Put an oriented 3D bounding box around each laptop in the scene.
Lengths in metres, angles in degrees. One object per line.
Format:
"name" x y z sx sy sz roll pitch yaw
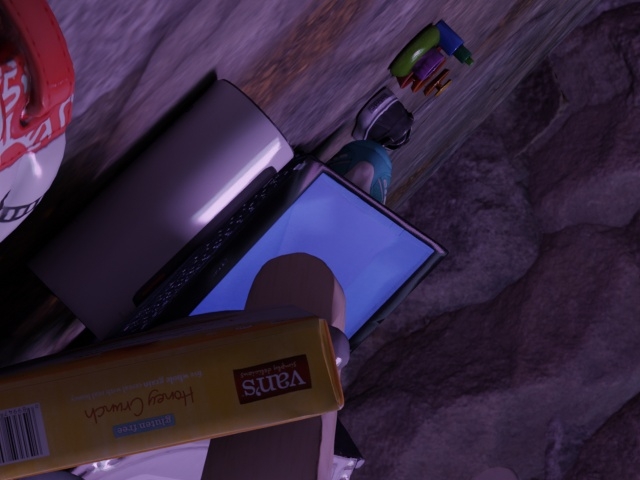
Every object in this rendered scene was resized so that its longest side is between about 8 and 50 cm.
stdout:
"laptop" -0.053 0.062 1.243 0.234 0.136 0.264 -47 175 16

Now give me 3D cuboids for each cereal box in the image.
"cereal box" -0.085 0.070 0.830 0.173 0.047 0.240 -12 -179 -5

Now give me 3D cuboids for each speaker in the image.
"speaker" -0.080 -0.015 0.831 0.136 0.055 0.055 -44 176 -8

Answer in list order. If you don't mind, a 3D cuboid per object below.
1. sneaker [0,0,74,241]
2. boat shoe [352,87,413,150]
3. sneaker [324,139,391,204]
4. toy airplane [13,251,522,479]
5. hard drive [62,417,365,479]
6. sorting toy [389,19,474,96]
"sneaker" -0.103 -0.029 0.278 0.145 0.090 0.270 -44 179 -29
"boat shoe" 0.057 -0.096 1.446 0.049 0.040 0.142 -45 175 0
"sneaker" 0.000 0.000 1.456 0.110 0.107 0.275 -59 -175 -26
"toy airplane" -0.069 0.213 0.951 0.384 0.272 0.386 -52 -152 4
"hard drive" -0.136 0.203 1.286 0.237 0.064 0.339 -41 152 14
"sorting toy" 0.091 -0.140 1.346 0.061 0.042 0.102 -45 175 2
